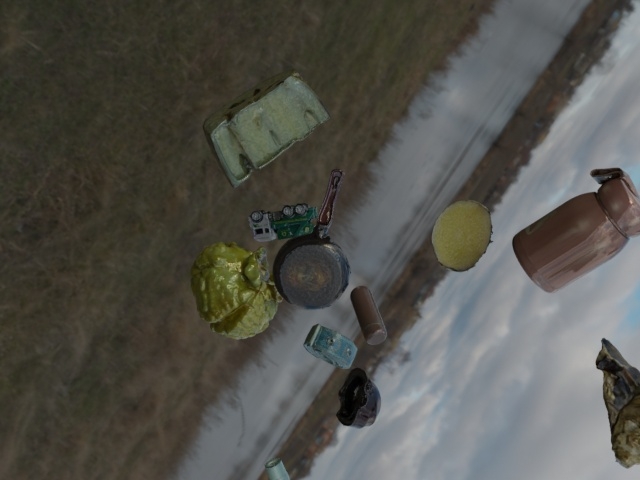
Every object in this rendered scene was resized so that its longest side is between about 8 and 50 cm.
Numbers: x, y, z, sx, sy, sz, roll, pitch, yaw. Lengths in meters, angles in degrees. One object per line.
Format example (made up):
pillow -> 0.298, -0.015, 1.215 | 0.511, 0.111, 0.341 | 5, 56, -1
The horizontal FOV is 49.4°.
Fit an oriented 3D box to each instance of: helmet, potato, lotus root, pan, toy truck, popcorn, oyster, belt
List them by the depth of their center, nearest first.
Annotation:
pan -> 0.000, 0.000, 1.004 | 0.040, 0.115, 0.212 | -48, 154, -84
lotus root -> -0.109, -0.206, 1.252 | 0.235, 0.119, 0.138 | -41, -153, -21
helmet -> 0.088, 0.337, 1.457 | 0.098, 0.070, 0.123 | -28, -141, 50
oyster -> 0.665, 0.338, 1.505 | 0.094, 0.166, 0.294 | -49, -138, 49
popcorn -> -0.229, 0.135, 1.889 | 0.224, 0.270, 0.257 | -31, 141, -60
belt -> 0.029, 0.287, 1.893 | 0.082, 0.148, 0.163 | -65, -176, -16
potato -> 0.391, -0.012, 1.900 | 0.081, 0.164, 0.200 | 3, 106, -73
toy truck -> -0.115, -0.051, 2.195 | 0.110, 0.216, 0.116 | -23, 103, -82

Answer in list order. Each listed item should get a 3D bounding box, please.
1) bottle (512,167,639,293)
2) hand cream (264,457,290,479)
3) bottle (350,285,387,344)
bottle -> 0.609, -0.031, 1.629 | 0.297, 0.173, 0.206 | -39, -134, 30
hand cream -> -0.082, 0.773, 1.956 | 0.058, 0.331, 0.085 | -20, -172, -20
bottle -> 0.108, 0.169, 1.575 | 0.053, 0.053, 0.140 | -61, -146, 36
